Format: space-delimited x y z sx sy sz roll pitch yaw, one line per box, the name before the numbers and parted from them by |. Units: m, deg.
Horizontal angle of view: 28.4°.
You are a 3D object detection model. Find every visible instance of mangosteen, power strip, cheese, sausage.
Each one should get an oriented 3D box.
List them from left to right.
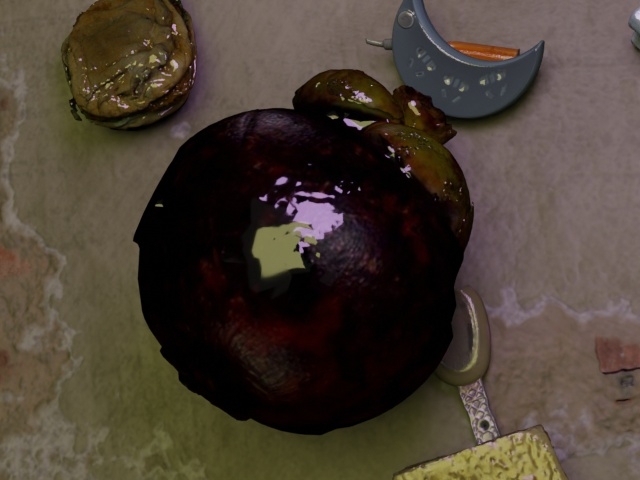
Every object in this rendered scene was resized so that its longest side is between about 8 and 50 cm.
mangosteen | -0.023 0.002 1.423 0.381 0.381 0.421 2 67 17
power strip | 0.158 -0.225 1.554 0.216 0.044 0.137 25 113 13
cheese | 0.172 0.153 1.506 0.097 0.037 0.192 -23 74 13
sausage | 0.195 -0.230 1.580 0.107 0.031 0.031 10 82 19

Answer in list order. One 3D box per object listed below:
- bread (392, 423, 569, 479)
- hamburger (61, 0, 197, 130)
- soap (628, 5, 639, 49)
bread | 0.189 0.296 1.432 0.196 0.102 0.138 -21 85 10
hamburger | -0.249 -0.237 1.677 0.183 0.130 0.206 -19 56 10
soap | 0.503 -0.208 1.454 0.160 0.087 0.265 -43 70 3
